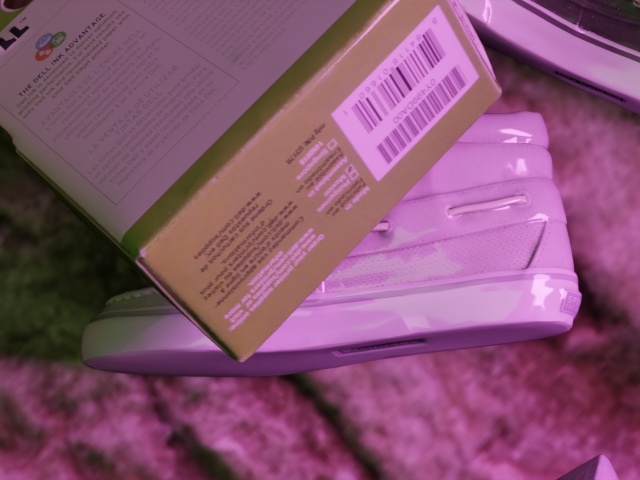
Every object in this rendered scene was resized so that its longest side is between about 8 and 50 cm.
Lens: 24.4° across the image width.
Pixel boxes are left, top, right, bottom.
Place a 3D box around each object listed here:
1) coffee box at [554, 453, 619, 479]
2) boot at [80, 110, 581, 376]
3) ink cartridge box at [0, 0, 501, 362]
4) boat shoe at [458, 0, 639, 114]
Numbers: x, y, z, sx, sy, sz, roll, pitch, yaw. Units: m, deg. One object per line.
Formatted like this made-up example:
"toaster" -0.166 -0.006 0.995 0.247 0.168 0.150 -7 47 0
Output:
"coffee box" 0.055 0.346 0.607 0.334 0.337 0.338 -33 85 15
"boot" 0.000 0.000 0.775 0.258 0.095 0.123 -7 76 4
"ink cartridge box" -0.066 -0.088 0.754 0.189 0.097 0.255 -46 45 -7
"boat shoe" 0.132 -0.119 0.760 0.219 0.078 0.070 25 93 -1
